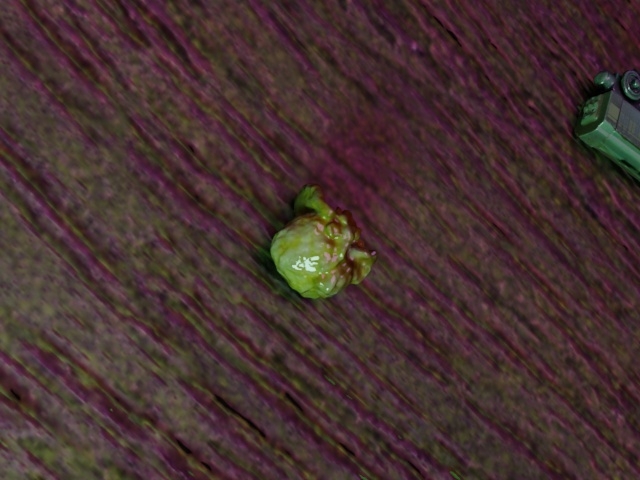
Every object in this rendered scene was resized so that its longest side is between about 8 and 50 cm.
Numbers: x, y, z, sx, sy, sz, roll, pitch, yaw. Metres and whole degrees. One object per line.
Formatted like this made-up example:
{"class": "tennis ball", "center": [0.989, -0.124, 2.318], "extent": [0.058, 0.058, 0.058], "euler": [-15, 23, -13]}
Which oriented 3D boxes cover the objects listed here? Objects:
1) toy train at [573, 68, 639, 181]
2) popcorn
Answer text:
{"class": "toy train", "center": [0.263, -0.075, 1.365], "extent": [0.148, 0.038, 0.071], "euler": [32, 63, -25]}
{"class": "popcorn", "center": [-0.001, -0.001, 1.142], "extent": [0.068, 0.059, 0.083], "euler": [8, 64, -34]}
